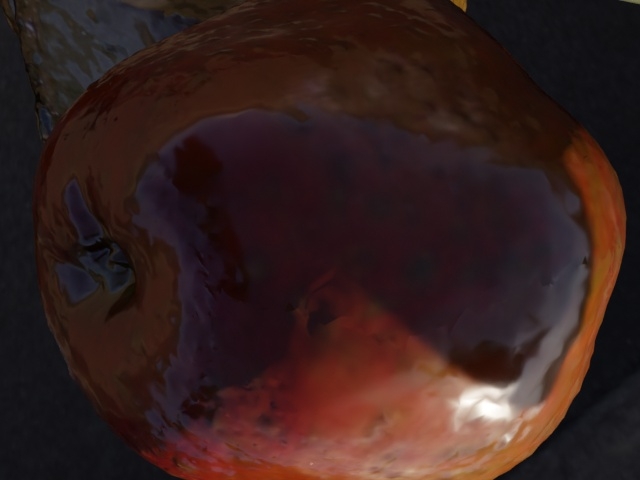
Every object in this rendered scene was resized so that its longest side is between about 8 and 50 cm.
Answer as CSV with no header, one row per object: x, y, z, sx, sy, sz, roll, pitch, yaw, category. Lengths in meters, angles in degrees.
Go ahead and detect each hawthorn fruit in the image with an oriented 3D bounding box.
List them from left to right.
0.000,0.000,0.488,0.189,0.189,0.189,-5,122,-8,hawthorn fruit

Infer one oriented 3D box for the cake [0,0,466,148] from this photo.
-0.071,-0.115,0.940,0.293,0.196,0.198,19,138,16,cake

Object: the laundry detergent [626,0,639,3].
0.277,-0.203,1.072,0.253,0.181,0.091,13,84,0,laundry detergent
